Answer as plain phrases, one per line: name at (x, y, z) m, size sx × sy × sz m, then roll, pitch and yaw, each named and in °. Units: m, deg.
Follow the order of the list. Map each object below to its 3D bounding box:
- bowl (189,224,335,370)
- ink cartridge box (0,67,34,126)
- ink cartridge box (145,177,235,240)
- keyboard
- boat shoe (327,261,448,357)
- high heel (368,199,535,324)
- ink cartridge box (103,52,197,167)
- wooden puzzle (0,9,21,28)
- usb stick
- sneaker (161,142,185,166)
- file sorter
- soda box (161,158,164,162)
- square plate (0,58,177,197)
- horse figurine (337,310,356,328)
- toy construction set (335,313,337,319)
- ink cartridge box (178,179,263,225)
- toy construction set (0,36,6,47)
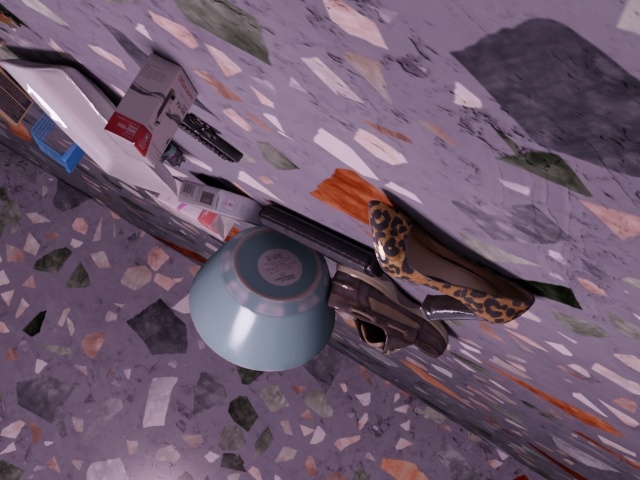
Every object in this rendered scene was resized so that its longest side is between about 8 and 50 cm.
bowl at (-0.104, 0.090, 1.931) m, size 0.312 × 0.311 × 0.163 m, roll 30°, pitch 142°, yaw 8°
ink cartridge box at (-0.842, -0.394, 2.313) m, size 0.235 × 0.088 × 0.193 m, roll 29°, pitch 168°, yaw 19°
ink cartridge box at (-0.310, -0.084, 2.280) m, size 0.198 × 0.067 × 0.115 m, roll 27°, pitch 168°, yaw 18°
keyboard at (-0.214, -0.189, 1.628) m, size 0.180 × 0.023 × 0.108 m, roll 35°, pitch 169°, yaw -23°
boat shoe at (0.130, 0.165, 1.983) m, size 0.355 × 0.130 × 0.132 m, roll 39°, pitch 168°, yaw -35°
high heel at (0.190, 0.024, 1.381) m, size 0.186 × 0.093 × 0.261 m, roll -6°, pitch 134°, yaw 37°
ink cartridge box at (-0.246, -0.190, 1.398) m, size 0.056 × 0.135 × 0.099 m, roll 26°, pitch 169°, yaw 15°
wooden puzzle at (-0.564, -0.397, 1.708) m, size 0.049 × 0.006 × 0.083 m, roll 39°, pitch 168°, yaw -35°
usb stick at (0.000, 0.000, 1.826) m, size 0.278 × 0.045 × 0.077 m, roll 25°, pitch 170°, yaw 30°
sneaker at (-0.311, -0.172, 1.944) m, size 0.098 × 0.038 × 0.069 m, roll 21°, pitch 164°, yaw 48°
file sorter at (-0.592, -0.245, 2.210) m, size 0.104 × 0.118 × 0.170 m, roll 37°, pitch 169°, yaw -5°
soda box at (-0.402, -0.175, 2.135) m, size 0.053 × 0.060 × 0.169 m, roll 39°, pitch 168°, yaw -19°
square plate at (-0.458, -0.238, 1.917) m, size 0.347 × 0.049 × 0.344 m, roll 19°, pitch 155°, yaw 52°
horse figurine at (0.085, 0.162, 2.296) m, size 0.263 × 0.066 × 0.174 m, roll 40°, pitch 161°, yaw -28°
toy construction set at (-0.102, 0.157, 2.354) m, size 0.215 × 0.151 × 0.328 m, roll 2°, pitch -175°, yaw -15°
ink cartridge box at (-0.166, -0.066, 2.053) m, size 0.232 × 0.066 × 0.189 m, roll 13°, pitch -179°, yaw -33°
toy construction set at (-0.784, -0.377, 1.704) m, size 0.237 × 0.309 × 0.257 m, roll 34°, pitch 163°, yaw 14°
